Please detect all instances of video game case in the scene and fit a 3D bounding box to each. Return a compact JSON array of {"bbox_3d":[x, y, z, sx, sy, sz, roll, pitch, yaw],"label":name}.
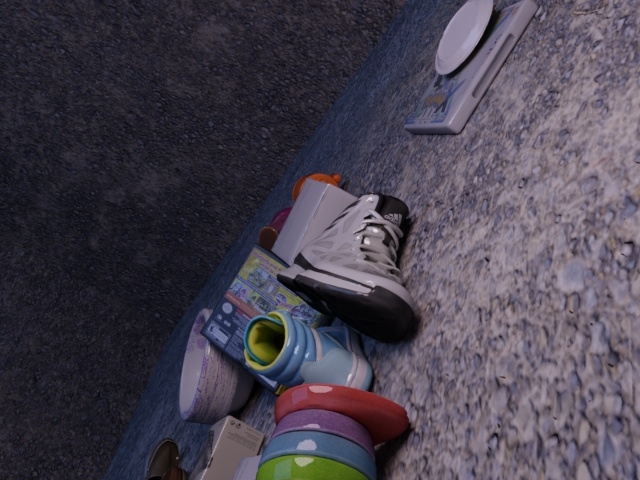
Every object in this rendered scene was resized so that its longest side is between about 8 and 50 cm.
[{"bbox_3d":[0.316,-0.368,1.539,0.299,0.036,0.329,-58,12,2],"label":"video game case"},{"bbox_3d":[-0.116,0.170,1.553,0.275,0.035,0.248,31,90,36],"label":"video game case"}]

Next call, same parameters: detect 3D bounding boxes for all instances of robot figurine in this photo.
[{"bbox_3d":[-0.016,-0.136,2.080,0.219,0.128,0.158,-160,84,-78],"label":"robot figurine"}]

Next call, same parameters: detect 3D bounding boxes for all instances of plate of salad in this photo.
[{"bbox_3d":[0.319,-0.450,1.531,0.199,0.048,0.199,-53,24,35],"label":"plate of salad"}]

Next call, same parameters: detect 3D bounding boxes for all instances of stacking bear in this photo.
[{"bbox_3d":[-0.006,0.337,0.849,0.175,0.164,0.289,-48,21,42],"label":"stacking bear"}]

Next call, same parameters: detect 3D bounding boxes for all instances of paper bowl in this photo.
[{"bbox_3d":[-0.254,0.321,1.764,0.284,0.148,0.284,-169,90,-70],"label":"paper bowl"}]

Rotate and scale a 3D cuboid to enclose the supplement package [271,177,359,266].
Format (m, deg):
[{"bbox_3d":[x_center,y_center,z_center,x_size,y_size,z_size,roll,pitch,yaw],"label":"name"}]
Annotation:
[{"bbox_3d":[0.013,-0.018,1.553,0.194,0.149,0.203,-64,17,1],"label":"supplement package"}]

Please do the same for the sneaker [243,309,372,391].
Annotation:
[{"bbox_3d":[-0.039,0.178,1.214,0.127,0.208,0.319,-60,11,-2],"label":"sneaker"}]

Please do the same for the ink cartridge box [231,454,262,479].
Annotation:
[{"bbox_3d":[-0.119,0.486,1.119,0.261,0.066,0.296,-40,22,57],"label":"ink cartridge box"}]

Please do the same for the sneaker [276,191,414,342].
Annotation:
[{"bbox_3d":[0.079,0.014,1.242,0.257,0.169,0.447,-53,18,-9],"label":"sneaker"}]

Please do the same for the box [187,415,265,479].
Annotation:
[{"bbox_3d":[-0.216,0.502,1.404,0.113,0.094,0.275,-44,18,50],"label":"box"}]

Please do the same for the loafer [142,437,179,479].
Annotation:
[{"bbox_3d":[-0.457,0.679,1.993,0.087,0.094,0.251,-32,32,40],"label":"loafer"}]

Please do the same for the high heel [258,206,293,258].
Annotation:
[{"bbox_3d":[-0.099,0.099,1.803,0.181,0.127,0.377,-38,-34,-55],"label":"high heel"}]

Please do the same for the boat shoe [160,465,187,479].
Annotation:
[{"bbox_3d":[-0.421,0.680,1.766,0.110,0.105,0.307,-54,13,23],"label":"boat shoe"}]
